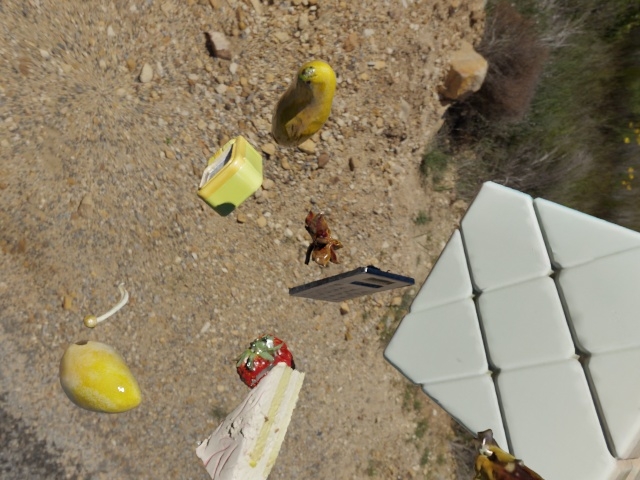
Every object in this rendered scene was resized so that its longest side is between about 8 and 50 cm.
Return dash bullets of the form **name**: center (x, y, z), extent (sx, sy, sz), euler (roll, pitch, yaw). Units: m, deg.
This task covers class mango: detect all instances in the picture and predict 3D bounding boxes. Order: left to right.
- **mango**: center (-0.737, 0.462, 1.457), extent (0.199, 0.384, 0.221), euler (-34, 131, -43)
- **mango**: center (-0.027, -0.211, 0.687), extent (0.098, 0.190, 0.075), euler (-35, 81, -30)

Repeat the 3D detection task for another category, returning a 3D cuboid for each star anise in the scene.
- **star anise**: center (0.002, -0.006, 1.439), extent (0.111, 0.212, 0.196), euler (-6, 107, 21)

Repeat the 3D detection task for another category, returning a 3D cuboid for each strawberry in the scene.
- **strawberry**: center (-0.115, 0.280, 0.959), extent (0.131, 0.131, 0.148), euler (-25, 136, -17)

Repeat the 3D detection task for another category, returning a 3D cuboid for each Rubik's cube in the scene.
- **Rubik's cube**: center (0.350, 0.148, 0.646), extent (0.316, 0.322, 0.318), euler (25, 96, -42)

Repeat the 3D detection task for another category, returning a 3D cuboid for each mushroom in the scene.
- **mushroom**: center (-0.682, 0.205, 1.440), extent (0.068, 0.306, 0.043), euler (31, 105, -9)

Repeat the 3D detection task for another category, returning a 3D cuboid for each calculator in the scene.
- **calculator**: center (0.064, 0.101, 0.961), extent (0.161, 0.262, 0.021), euler (15, 66, -36)

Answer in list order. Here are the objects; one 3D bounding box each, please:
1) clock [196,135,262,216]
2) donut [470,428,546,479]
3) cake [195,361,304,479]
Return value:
- **clock**: center (-0.217, -0.160, 1.058), extent (0.143, 0.202, 0.096), euler (-37, 119, 12)
- **donut**: center (0.187, 0.248, 0.307), extent (0.187, 0.144, 0.126), euler (33, 83, -22)
- **cake**: center (-0.052, 0.167, 0.392), extent (0.052, 0.065, 0.121), euler (29, 103, -43)
